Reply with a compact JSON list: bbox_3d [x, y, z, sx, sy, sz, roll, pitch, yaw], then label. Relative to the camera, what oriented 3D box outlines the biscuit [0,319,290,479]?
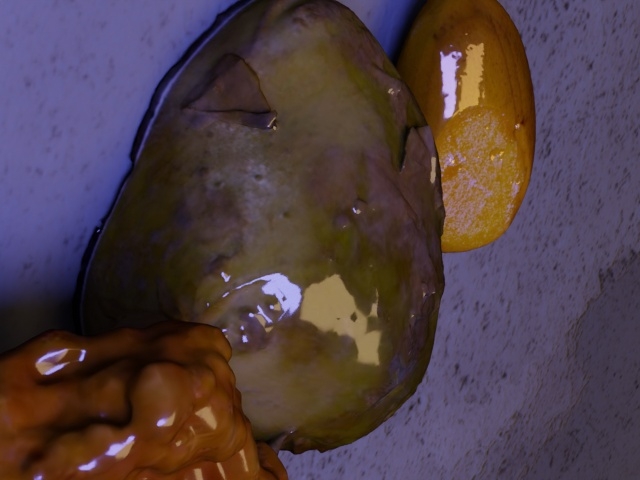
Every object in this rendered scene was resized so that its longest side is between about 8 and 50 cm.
[{"bbox_3d":[-0.162,0.190,0.879,0.318,0.110,0.312,-29,139,-3],"label":"biscuit"}]

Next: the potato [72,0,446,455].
[{"bbox_3d":[0.000,0.000,0.986,0.246,0.196,0.299,25,89,-57],"label":"potato"}]

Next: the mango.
[{"bbox_3d":[0.100,-0.097,1.136,0.141,0.102,0.217,-22,130,-25],"label":"mango"}]
